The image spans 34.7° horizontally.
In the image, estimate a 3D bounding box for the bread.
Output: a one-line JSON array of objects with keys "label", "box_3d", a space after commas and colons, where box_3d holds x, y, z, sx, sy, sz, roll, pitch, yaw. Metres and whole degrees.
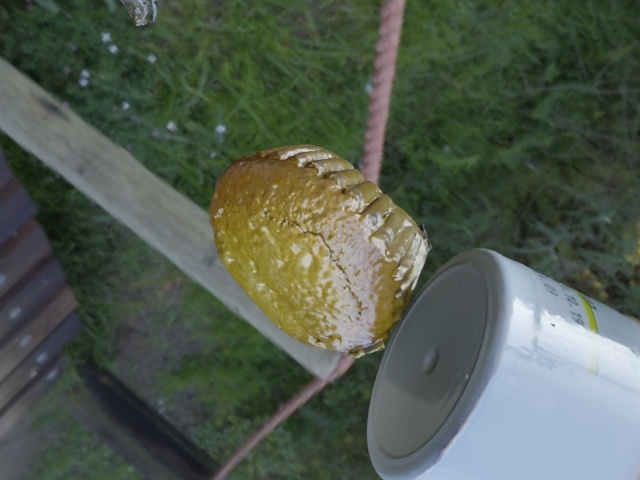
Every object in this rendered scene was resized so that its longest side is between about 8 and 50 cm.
[{"label": "bread", "box_3d": [-0.004, 0.000, 1.049, 0.139, 0.240, 0.240, -46, 170, -31]}]

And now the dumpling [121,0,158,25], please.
[{"label": "dumpling", "box_3d": [-0.350, -0.462, 1.537, 0.086, 0.332, 0.166, -40, -162, -17]}]

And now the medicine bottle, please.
[{"label": "medicine bottle", "box_3d": [0.197, 0.154, 0.964, 0.238, 0.232, 0.238, -55, -162, 27]}]
